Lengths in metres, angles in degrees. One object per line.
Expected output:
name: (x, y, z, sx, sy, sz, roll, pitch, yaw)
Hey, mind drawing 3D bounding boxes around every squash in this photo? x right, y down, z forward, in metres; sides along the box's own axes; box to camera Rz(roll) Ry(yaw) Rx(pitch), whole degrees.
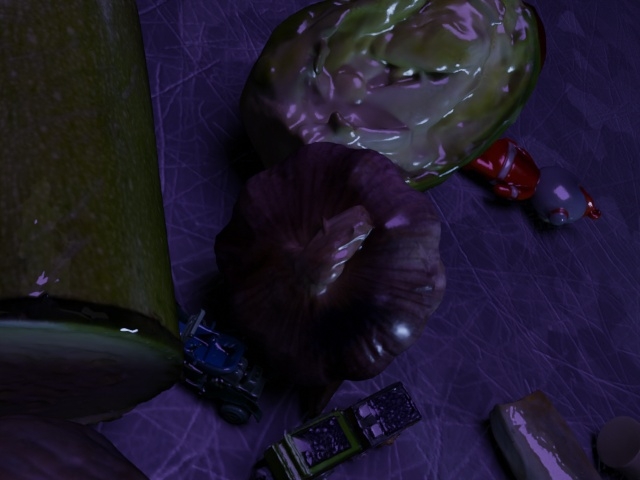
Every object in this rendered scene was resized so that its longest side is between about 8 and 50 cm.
squash: (-0.264, -0.049, 0.673, 0.263, 0.263, 0.384, 5, 56, -32)

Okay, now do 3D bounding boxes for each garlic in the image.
garlic: (0.002, 0.023, 0.772, 0.245, 0.245, 0.160, 54, 14, 11)

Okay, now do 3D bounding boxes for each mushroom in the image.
mushroom: (0.303, 0.322, 0.919, 0.100, 0.081, 0.312, -9, 59, -42)

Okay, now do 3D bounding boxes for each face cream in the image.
face cream: (0.466, 0.305, 1.062, 0.224, 0.070, 0.114, 31, 45, -25)

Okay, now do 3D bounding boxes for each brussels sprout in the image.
brussels sprout: (0.082, -0.180, 0.991, 0.371, 0.315, 0.276, -30, 101, -22)

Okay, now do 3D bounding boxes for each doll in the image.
doll: (0.335, -0.093, 1.254, 0.245, 0.076, 0.142, 28, 47, -10)

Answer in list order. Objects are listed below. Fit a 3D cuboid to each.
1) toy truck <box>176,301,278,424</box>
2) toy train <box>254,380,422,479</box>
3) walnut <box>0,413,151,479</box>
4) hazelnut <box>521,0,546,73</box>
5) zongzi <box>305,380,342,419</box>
toy truck: (-0.108, 0.111, 0.788, 0.154, 0.078, 0.080, 33, 46, -11)
toy train: (0.023, 0.200, 0.810, 0.202, 0.081, 0.060, -16, 68, -42)
walnut: (-0.192, 0.229, 0.547, 0.224, 0.224, 0.224, 18, 49, -23)
hazelnut: (0.246, -0.287, 1.251, 0.229, 0.229, 0.229, 18, 49, -23)
zongzi: (0.046, 0.112, 0.902, 0.160, 0.078, 0.176, 6, 65, -32)
